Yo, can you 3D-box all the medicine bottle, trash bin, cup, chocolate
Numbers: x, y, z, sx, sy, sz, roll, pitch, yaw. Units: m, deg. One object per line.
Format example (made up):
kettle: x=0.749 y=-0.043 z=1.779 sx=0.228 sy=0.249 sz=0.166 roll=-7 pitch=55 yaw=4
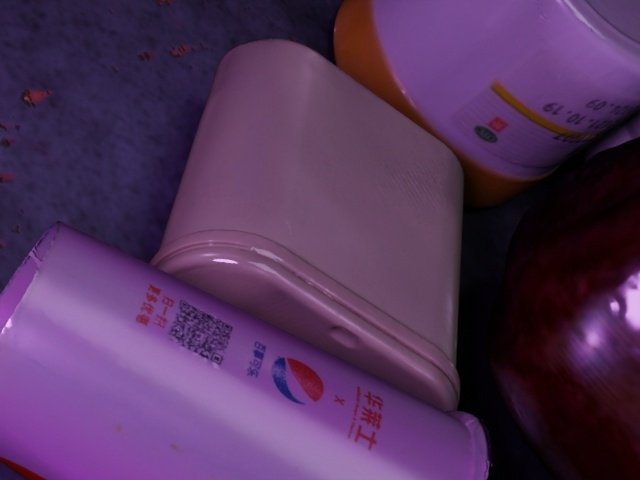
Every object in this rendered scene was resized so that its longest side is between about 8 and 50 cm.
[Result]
medicine bottle: x=0.169 y=-0.180 z=1.286 sx=0.238 sy=0.232 sz=0.237 roll=24 pitch=49 yaw=-31
trash bin: x=0.000 y=0.000 z=1.093 sx=0.243 sy=0.121 sz=0.247 roll=33 pitch=41 yaw=-23
cup: x=-0.070 y=0.119 z=0.906 sx=0.288 sy=0.203 sz=0.203 roll=33 pitch=44 yaw=-14
chocolate: x=0.313 y=0.071 z=1.171 sx=0.384 sy=0.383 sz=0.331 roll=-22 pitch=72 yaw=-49

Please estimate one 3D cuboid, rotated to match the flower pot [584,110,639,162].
flower pot: x=0.366 y=-0.068 z=1.390 sx=0.246 sy=0.246 sz=0.195 roll=9 pitch=92 yaw=-39
